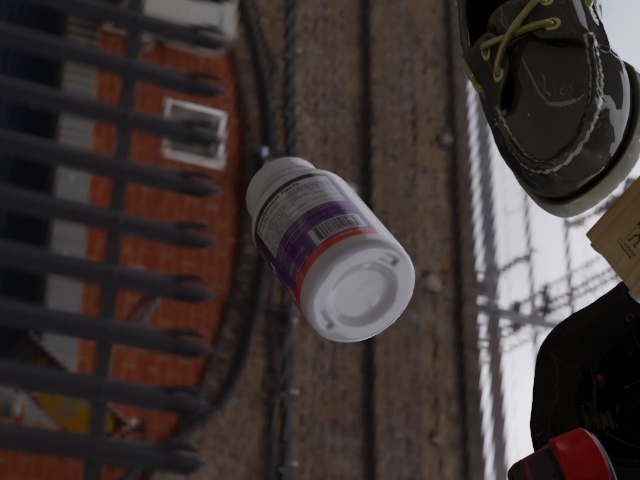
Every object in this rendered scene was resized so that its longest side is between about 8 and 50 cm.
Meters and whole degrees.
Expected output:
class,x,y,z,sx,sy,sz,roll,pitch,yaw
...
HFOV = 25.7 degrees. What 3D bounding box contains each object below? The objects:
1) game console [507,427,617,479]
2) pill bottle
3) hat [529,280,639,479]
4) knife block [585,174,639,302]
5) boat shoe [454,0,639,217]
class,x,y,z,sx,sy,sz,roll,pitch,yaw
game console,0.291,0.406,1.496,0.342,0.060,0.387,91,-13,-75
pill bottle,0.000,0.000,1.298,0.193,0.108,0.108,53,-54,52
hat,0.419,0.196,1.671,0.331,0.134,0.331,-18,-122,32
knife block,0.351,-0.041,1.140,0.242,0.275,0.088,-48,-138,17
boat shoe,0.146,-0.129,0.952,0.109,0.091,0.305,-36,-152,23
